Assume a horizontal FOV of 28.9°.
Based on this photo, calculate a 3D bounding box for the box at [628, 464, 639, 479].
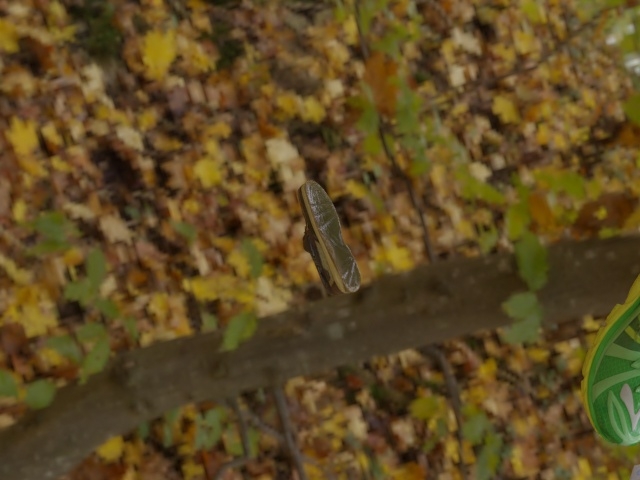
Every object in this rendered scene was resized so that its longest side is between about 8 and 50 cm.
[{"bbox_3d":[0.502,0.366,1.606,0.186,0.145,0.038,61,37,-18],"label":"box"}]

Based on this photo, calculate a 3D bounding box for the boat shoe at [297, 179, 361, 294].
[{"bbox_3d":[0.000,0.000,1.573,0.056,0.049,0.152,-19,88,-55],"label":"boat shoe"}]

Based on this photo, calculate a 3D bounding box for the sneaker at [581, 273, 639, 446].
[{"bbox_3d":[0.379,0.109,1.339,0.123,0.110,0.295,50,-53,49],"label":"sneaker"}]
